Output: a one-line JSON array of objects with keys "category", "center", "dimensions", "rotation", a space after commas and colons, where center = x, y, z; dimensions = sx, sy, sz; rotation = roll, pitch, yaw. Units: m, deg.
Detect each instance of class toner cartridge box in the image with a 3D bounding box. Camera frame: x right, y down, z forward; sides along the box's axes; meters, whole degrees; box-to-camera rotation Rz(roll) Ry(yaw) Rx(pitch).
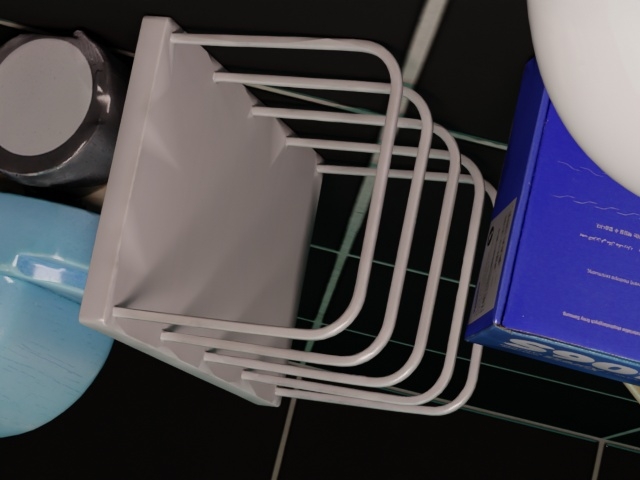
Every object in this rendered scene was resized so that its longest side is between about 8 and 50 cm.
[{"category": "toner cartridge box", "center": [0.265, 0.016, 0.827], "dimensions": [0.348, 0.165, 0.075], "rotation": [15, 170, -5]}]

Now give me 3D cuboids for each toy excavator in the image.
[{"category": "toy excavator", "center": [-0.318, 0.076, 1.104], "dimensions": [0.433, 0.445, 0.222], "rotation": [9, 167, 22]}]

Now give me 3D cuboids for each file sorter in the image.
[{"category": "file sorter", "center": [0.000, 0.000, 1.012], "dimensions": [0.173, 0.193, 0.278], "rotation": [6, 167, 22]}]

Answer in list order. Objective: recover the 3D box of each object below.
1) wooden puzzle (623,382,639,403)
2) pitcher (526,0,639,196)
[{"category": "wooden puzzle", "center": [0.275, 0.053, 1.000], "dimensions": [0.239, 0.044, 0.221], "rotation": [-14, 126, 44]}, {"category": "pitcher", "center": [0.153, -0.098, 0.562], "dimensions": [0.178, 0.125, 0.207], "rotation": [-11, 146, 30]}]
